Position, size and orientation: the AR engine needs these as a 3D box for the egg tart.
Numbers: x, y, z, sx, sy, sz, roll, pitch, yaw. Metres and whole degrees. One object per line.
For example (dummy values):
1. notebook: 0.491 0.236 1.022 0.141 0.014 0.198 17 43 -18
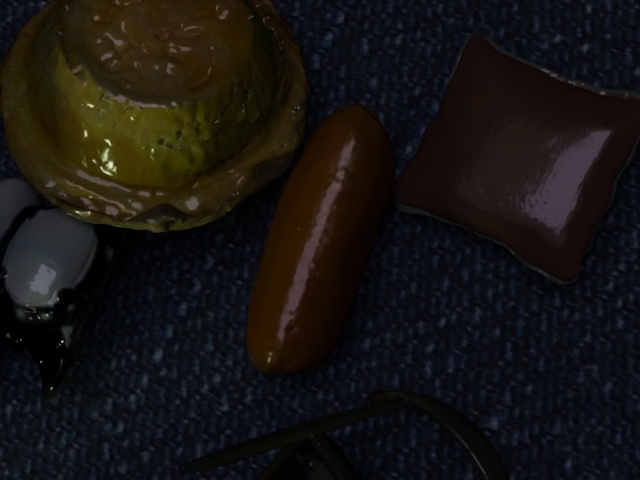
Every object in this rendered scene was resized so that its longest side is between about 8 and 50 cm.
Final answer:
1. egg tart: -0.140 -0.137 1.455 0.288 0.118 0.288 3 58 -4

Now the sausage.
1. sausage: 0.000 0.000 1.447 0.098 0.098 0.238 16 84 13

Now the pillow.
1. pillow: 0.168 -0.070 1.451 0.179 0.075 0.171 25 87 21

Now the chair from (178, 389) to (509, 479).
1. chair: 0.005 0.239 1.359 0.272 0.166 0.188 -19 65 -41

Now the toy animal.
1. toy animal: -0.266 0.032 1.461 0.179 0.138 0.166 22 56 10
